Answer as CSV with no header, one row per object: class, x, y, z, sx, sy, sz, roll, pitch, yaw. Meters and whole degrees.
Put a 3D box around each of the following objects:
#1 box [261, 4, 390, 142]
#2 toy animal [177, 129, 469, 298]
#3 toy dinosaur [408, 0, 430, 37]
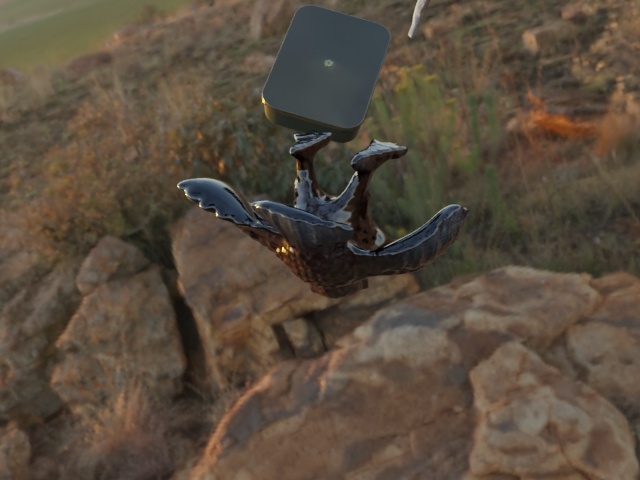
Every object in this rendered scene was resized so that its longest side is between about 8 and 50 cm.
box,0.006,-0.145,0.780,0.091,0.031,0.126,15,59,3
toy animal,0.001,0.004,0.688,0.218,0.179,0.116,6,49,11
toy dinosaur,0.128,-0.233,0.545,0.167,0.053,0.242,29,95,48
